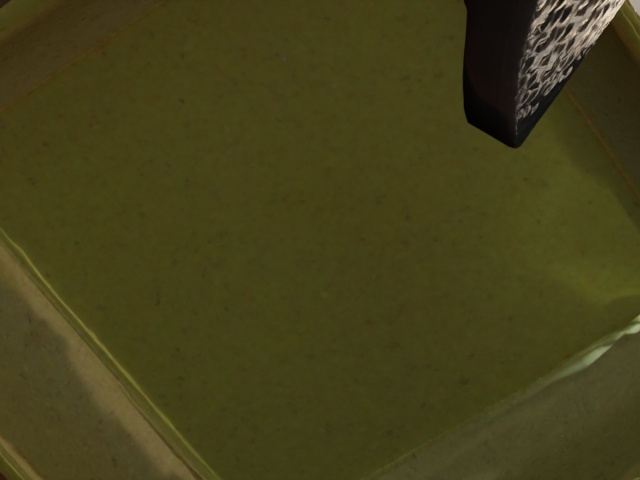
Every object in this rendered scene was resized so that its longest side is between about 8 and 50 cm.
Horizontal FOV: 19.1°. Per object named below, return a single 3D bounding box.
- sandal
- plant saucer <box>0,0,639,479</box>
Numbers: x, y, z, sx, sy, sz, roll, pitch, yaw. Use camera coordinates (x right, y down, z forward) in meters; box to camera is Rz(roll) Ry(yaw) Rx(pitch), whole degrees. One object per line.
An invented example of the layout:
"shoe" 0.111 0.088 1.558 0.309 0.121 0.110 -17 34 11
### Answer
"sandal" 0.060 -0.114 0.541 0.054 0.254 0.097 32 71 19
"plant saucer" 0.000 0.000 0.808 0.333 0.333 0.081 52 17 -21
